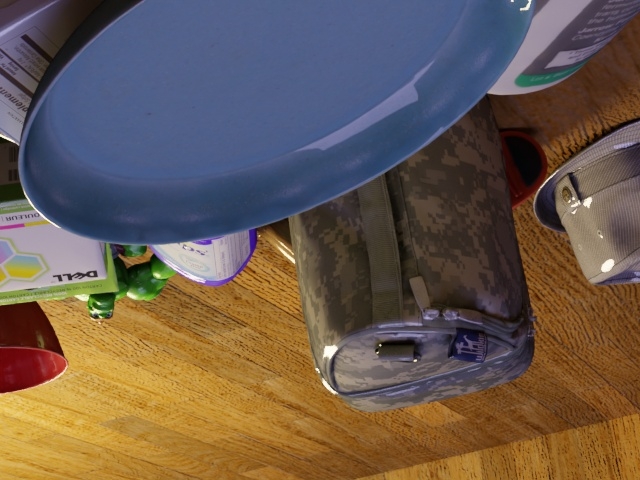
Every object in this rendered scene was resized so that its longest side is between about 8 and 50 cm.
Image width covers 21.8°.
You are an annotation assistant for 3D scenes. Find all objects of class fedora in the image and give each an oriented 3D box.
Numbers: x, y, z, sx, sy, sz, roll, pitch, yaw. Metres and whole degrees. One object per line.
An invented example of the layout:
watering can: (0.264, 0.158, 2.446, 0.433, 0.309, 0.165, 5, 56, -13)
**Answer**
fedora: (0.366, -0.026, 1.818, 0.243, 0.124, 0.275, 2, 157, -28)
fedora: (0.000, 0.000, 1.755, 0.079, 0.194, 0.194, -48, 155, -1)

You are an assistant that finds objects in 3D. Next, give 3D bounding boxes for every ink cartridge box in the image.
ink cartridge box: (-0.296, 0.013, 1.593, 0.188, 0.097, 0.255, -7, 140, -2)

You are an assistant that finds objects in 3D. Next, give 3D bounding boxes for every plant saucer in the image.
plant saucer: (-0.027, -0.099, 0.964, 0.317, 0.044, 0.317, -19, 156, -9)

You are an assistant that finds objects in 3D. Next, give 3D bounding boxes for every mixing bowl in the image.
mixing bowl: (-0.384, 0.107, 1.904, 0.181, 0.098, 0.181, -8, 160, -3)

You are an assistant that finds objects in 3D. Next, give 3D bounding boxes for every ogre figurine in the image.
ogre figurine: (-0.228, 0.021, 1.760, 0.197, 0.097, 0.118, -15, 146, -27)

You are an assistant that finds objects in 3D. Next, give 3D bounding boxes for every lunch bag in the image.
lunch bag: (0.068, -0.011, 1.485, 0.212, 0.305, 0.256, -12, 160, 11)

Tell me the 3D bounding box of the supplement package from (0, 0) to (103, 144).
supplement package: (-0.103, -0.198, 0.989, 0.262, 0.199, 0.198, -28, 155, 10)

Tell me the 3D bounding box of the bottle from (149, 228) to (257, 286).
bottle: (-0.121, -0.047, 1.580, 0.118, 0.092, 0.283, 33, 162, 11)

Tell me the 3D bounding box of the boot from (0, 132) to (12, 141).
boot: (-0.095, -0.169, 1.238, 0.377, 0.138, 0.284, 22, 139, -30)

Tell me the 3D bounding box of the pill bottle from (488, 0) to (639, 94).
pill bottle: (0.170, -0.255, 1.020, 0.204, 0.204, 0.361, 0, 158, -22)

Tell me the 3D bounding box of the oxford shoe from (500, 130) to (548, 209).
oxford shoe: (0.111, -0.010, 1.693, 0.271, 0.097, 0.098, -29, 170, -17)
